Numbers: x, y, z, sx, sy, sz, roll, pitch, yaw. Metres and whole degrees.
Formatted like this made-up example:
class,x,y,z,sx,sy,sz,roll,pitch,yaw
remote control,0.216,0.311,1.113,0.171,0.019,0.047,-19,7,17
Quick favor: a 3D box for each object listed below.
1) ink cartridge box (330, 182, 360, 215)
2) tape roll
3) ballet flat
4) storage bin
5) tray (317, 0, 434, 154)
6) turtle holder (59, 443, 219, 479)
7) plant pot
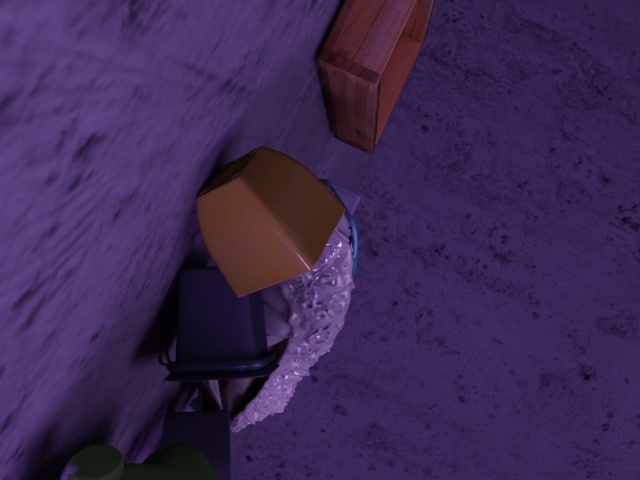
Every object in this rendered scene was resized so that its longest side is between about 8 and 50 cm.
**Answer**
class,x,y,z,sx,sy,sz,roll,pitch,yaw
ink cartridge box,0.000,0.000,1.368,0.127,0.072,0.175,110,6,-53
tape roll,-0.131,0.296,0.795,0.219,0.072,0.219,178,-90,-82
ballet flat,-0.069,0.106,0.817,0.408,0.147,0.147,109,7,-47
storage bin,-0.089,0.070,0.638,0.135,0.098,0.091,71,16,-83
tray,0.078,-0.249,0.942,0.411,0.076,0.202,40,75,-85
turtle holder,-0.131,0.266,0.470,0.243,0.320,0.227,22,110,-50
plant pot,-0.045,-0.021,0.561,0.081,0.083,0.081,-22,-153,36
